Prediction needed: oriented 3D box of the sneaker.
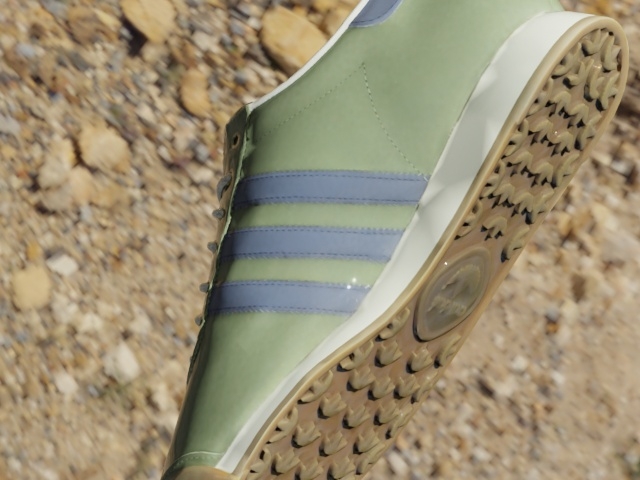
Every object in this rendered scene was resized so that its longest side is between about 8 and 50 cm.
[{"bbox_3d":[0.000,0.000,0.510,0.192,0.086,0.064,-55,148,5],"label":"sneaker"}]
